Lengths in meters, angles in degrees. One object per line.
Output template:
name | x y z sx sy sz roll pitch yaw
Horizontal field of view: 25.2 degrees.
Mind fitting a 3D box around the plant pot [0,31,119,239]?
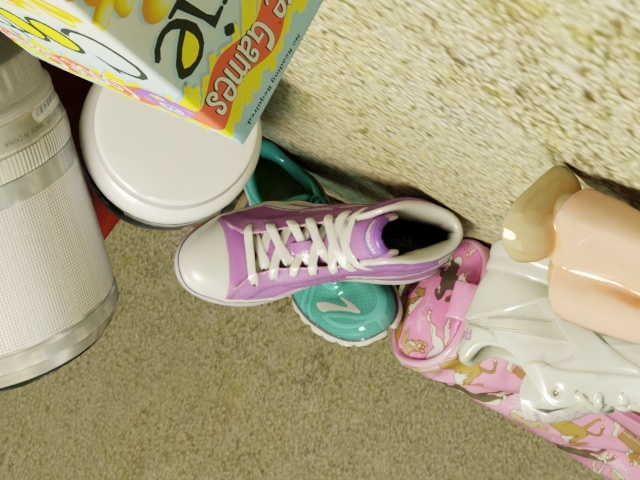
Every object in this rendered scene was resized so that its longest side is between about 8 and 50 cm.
plant pot | -0.336 -0.142 1.487 0.267 0.267 0.236 26 161 24

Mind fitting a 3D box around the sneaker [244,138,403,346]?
sneaker | -0.013 0.002 1.544 0.275 0.107 0.110 53 176 29

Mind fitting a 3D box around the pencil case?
pencil case | 0.254 0.146 1.554 0.386 0.160 0.167 32 132 -23

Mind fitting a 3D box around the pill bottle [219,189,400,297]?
pill bottle | -0.011 0.014 1.744 0.219 0.123 0.123 13 171 14

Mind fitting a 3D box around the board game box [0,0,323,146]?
board game box | -0.110 -0.169 0.564 0.142 0.144 0.275 25 174 29

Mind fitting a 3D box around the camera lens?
camera lens | -0.307 -0.018 1.243 0.219 0.219 0.274 21 130 53

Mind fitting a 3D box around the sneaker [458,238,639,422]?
sneaker | 0.260 0.112 1.232 0.305 0.152 0.114 24 171 28

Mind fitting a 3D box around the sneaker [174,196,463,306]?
sneaker | 0.000 -0.001 1.401 0.282 0.102 0.161 -8 175 -10

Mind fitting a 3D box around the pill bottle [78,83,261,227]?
pill bottle | -0.139 -0.093 1.309 0.161 0.161 0.283 29 174 -6

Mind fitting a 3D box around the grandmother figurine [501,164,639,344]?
grandmother figurine | 0.283 0.055 0.896 0.208 0.104 0.342 22 -176 -45
